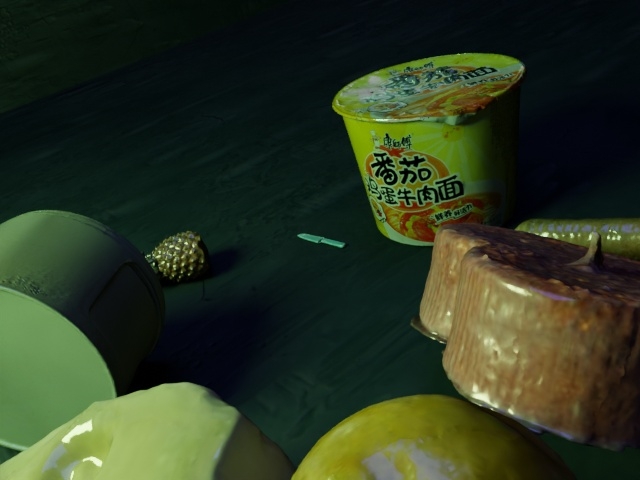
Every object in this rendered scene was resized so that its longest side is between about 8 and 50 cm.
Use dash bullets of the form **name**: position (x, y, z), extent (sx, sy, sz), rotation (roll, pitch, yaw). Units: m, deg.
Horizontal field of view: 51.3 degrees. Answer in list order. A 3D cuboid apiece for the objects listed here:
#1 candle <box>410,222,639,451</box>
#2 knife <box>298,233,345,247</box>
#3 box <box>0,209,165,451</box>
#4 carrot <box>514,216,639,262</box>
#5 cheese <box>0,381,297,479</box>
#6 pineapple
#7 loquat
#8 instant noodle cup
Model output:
- **candle**: position (0.233, 0.058, 0.562), extent (0.287, 0.131, 0.317), rotation (11, 11, 3)
- **knife**: position (0.000, 0.000, 0.983), extent (0.091, 0.005, 0.014), rotation (15, 38, 42)
- **box**: position (-0.297, 0.096, 0.720), extent (0.226, 0.226, 0.149), rotation (-6, 30, 14)
- **carrot**: position (0.378, 0.000, 0.760), extent (0.342, 0.070, 0.070), rotation (3, 33, 31)
- **cheese**: position (-0.162, 0.243, 0.460), extent (0.326, 0.115, 0.318), rotation (-36, 27, -6)
- **pineapple**: position (-0.240, 0.040, 0.958), extent (0.159, 0.074, 0.074), rotation (-20, 29, -4)
- **loquat**: position (0.067, 0.206, 0.403), extent (0.213, 0.213, 0.213), rotation (-11, 29, 6)
- **instant noodle cup**: position (0.160, -0.127, 0.933), extent (0.264, 0.200, 0.264), rotation (-10, 29, 6)
